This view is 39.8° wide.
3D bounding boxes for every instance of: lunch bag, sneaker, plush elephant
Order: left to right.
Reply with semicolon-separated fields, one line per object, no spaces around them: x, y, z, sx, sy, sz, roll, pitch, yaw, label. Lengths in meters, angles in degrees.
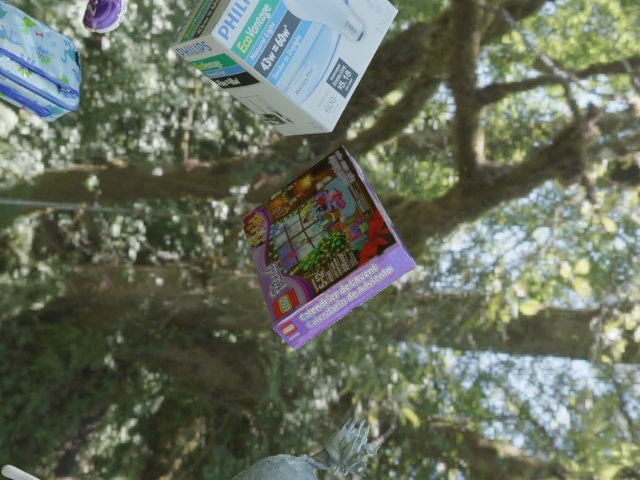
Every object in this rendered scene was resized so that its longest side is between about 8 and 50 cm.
-0.553;-0.333;1.665;0.219;0.090;0.176;31;45;-50;lunch bag
-0.357;-0.423;1.477;0.071;0.068;0.169;82;21;-67;sneaker
-0.021;0.400;1.040;0.255;0.330;0.272;55;0;41;plush elephant

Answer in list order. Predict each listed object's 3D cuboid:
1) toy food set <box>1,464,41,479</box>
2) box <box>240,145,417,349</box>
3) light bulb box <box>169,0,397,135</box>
-0.442;0.398;1.147;0.071;0.218;0.128;44;-10;46;toy food set
0.000;0.000;1.265;0.057;0.201;0.293;49;9;-33;box
-0.081;-0.485;2.011;0.225;0.361;0.357;6;-115;57;light bulb box
